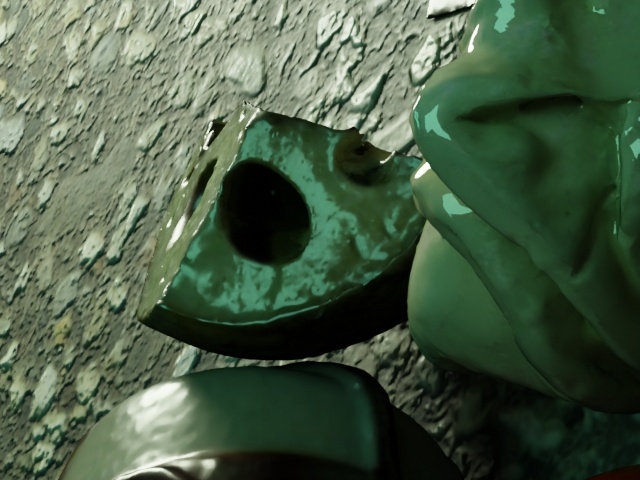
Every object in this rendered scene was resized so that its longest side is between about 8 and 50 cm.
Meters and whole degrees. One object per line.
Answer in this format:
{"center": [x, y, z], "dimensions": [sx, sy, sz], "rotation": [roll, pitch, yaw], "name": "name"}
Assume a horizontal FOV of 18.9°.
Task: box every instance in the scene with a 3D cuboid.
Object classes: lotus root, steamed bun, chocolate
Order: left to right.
{"center": [-0.024, 0.178, 1.041], "dimensions": [0.283, 0.283, 0.186], "rotation": [-31, 32, 41], "name": "chocolate"}
{"center": [-0.004, 0.005, 1.114], "dimensions": [0.314, 0.210, 0.142], "rotation": [-7, -66, -85], "name": "lotus root"}
{"center": [0.175, -0.038, 0.899], "dimensions": [0.207, 0.268, 0.280], "rotation": [22, 66, 19], "name": "steamed bun"}

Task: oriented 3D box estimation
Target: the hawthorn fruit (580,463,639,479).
{"center": [0.154, 0.182, 0.831], "dimensions": [0.205, 0.205, 0.253], "rotation": [7, 66, 55], "name": "hawthorn fruit"}

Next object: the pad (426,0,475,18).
{"center": [0.208, -0.282, 1.194], "dimensions": [0.367, 0.007, 0.248], "rotation": [-11, 63, 52], "name": "pad"}
